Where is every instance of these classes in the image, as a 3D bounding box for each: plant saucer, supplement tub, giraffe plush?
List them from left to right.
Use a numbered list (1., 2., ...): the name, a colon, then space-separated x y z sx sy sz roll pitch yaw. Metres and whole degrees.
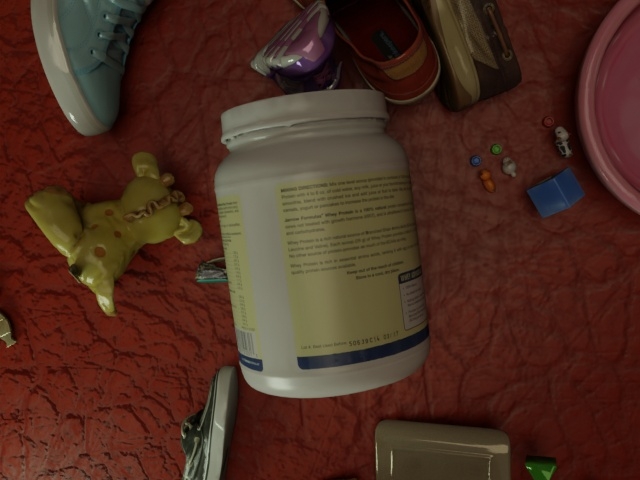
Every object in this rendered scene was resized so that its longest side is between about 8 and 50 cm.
1. giraffe plush: -0.262 -0.025 0.823 0.170 0.210 0.182 -37 123 -16
2. supplement tub: 0.000 0.000 0.754 0.235 0.235 0.325 -7 94 6
3. plant saucer: 0.479 -0.175 0.769 0.331 0.084 0.333 0 94 6

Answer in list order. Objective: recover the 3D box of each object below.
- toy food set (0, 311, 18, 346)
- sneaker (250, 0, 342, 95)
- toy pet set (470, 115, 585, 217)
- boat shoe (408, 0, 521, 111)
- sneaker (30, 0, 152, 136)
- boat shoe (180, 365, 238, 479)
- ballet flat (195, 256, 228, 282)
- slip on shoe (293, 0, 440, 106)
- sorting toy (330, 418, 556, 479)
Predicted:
1. toy food set: -0.504 0.107 0.923 0.077 0.019 0.122 -19 100 7
2. sneaker: -0.013 -0.214 0.755 0.095 0.236 0.104 -44 107 0
3. toy pet set: 0.277 -0.088 0.805 0.122 0.065 0.114 -30 91 8
4. boat shoe: 0.169 -0.341 0.775 0.123 0.123 0.342 -19 96 -1
5. sneaker: -0.275 -0.323 0.807 0.149 0.135 0.366 -2 95 9
6. boat shoe: -0.163 0.279 0.872 0.070 0.078 0.220 11 97 4
7. ballet flat: -0.118 0.043 0.869 0.114 0.041 0.041 4 95 4
8. slip on shoe: 0.033 -0.313 0.770 0.123 0.101 0.331 -34 72 6
9. sorting toy: 0.165 0.347 0.852 0.347 0.047 0.196 0 90 19
